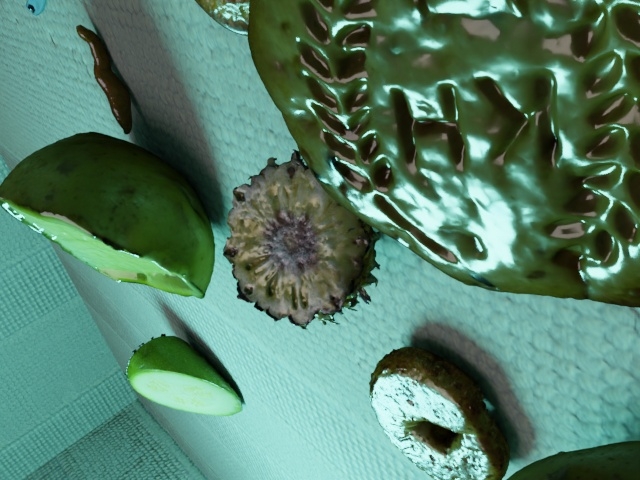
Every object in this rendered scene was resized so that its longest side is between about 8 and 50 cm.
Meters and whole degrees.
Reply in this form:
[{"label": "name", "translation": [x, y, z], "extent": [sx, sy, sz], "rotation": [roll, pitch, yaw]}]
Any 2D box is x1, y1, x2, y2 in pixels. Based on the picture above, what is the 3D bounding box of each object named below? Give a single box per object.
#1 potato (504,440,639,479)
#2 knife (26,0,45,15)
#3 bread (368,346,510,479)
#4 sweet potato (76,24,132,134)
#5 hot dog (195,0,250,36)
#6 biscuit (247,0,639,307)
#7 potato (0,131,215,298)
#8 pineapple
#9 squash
[{"label": "potato", "translation": [0.244, 0.251, 0.455], "extent": [0.351, 0.202, 0.218], "rotation": [125, 148, -57]}, {"label": "knife", "translation": [-0.449, -0.417, 1.083], "extent": [0.044, 0.019, 0.313], "rotation": [56, 155, -18]}, {"label": "bread", "translation": [0.132, 0.200, 0.748], "extent": [0.193, 0.064, 0.193], "rotation": [33, 143, 30]}, {"label": "sweet potato", "translation": [-0.337, -0.255, 1.051], "extent": [0.044, 0.044, 0.179], "rotation": [3, 116, 59]}, {"label": "hot dog", "translation": [-0.097, -0.317, 0.469], "extent": [0.158, 0.117, 0.349], "rotation": [-32, 100, 37]}, {"label": "biscuit", "translation": [0.098, -0.084, 0.402], "extent": [0.359, 0.046, 0.359], "rotation": [28, 149, 18]}, {"label": "potato", "translation": [-0.280, -0.052, 1.049], "extent": [0.280, 0.213, 0.330], "rotation": [16, 163, 18]}, {"label": "pineapple", "translation": [-0.004, 0.000, 0.701], "extent": [0.161, 0.137, 0.176], "rotation": [-36, 81, 22]}, {"label": "squash", "translation": [-0.337, 0.364, 1.610], "extent": [0.260, 0.189, 0.189], "rotation": [38, 149, 39]}]
